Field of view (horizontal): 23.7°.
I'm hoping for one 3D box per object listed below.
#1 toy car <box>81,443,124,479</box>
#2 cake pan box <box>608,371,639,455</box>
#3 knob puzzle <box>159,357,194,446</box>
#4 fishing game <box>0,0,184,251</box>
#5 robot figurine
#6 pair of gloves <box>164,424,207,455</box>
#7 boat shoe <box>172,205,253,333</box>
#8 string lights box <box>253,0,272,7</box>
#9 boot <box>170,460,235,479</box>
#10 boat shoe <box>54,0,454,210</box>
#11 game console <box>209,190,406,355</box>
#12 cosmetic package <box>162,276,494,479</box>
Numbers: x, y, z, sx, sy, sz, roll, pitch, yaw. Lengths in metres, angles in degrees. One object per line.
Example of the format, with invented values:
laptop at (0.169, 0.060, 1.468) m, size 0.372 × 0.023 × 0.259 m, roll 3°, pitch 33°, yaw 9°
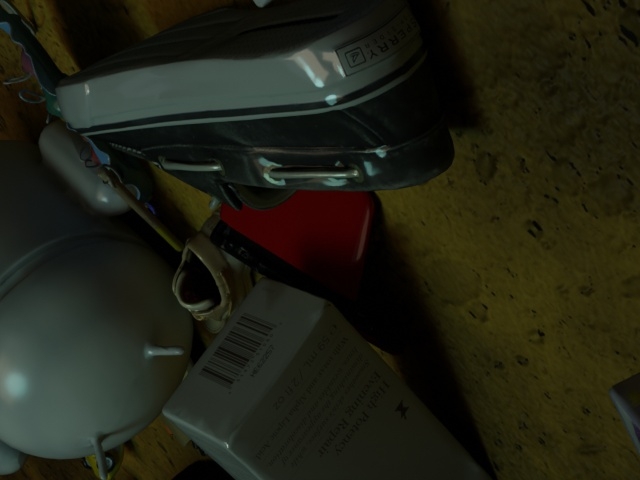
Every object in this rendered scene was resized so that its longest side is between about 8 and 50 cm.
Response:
toy car at (-0.201, 0.305, 1.767) m, size 0.225 × 0.053 × 0.239 m, roll 31°, pitch 148°, yaw 40°
cake pan box at (0.245, 0.199, 0.698) m, size 0.267 × 0.070 × 0.246 m, roll 61°, pitch -176°, yaw -17°
knob puzzle at (-0.156, 0.099, 1.438) m, size 0.213 × 0.030 × 0.213 m, roll 41°, pitch 153°, yaw 26°
fishing game at (-0.193, -0.098, 1.138) m, size 0.264 × 0.041 × 0.189 m, roll 53°, pitch 180°, yaw 25°
robot figurine at (-0.243, 0.049, 1.294) m, size 0.353 × 0.200 × 0.300 m, roll 40°, pitch 116°, yaw 39°
pair of gloves at (-0.142, 0.181, 1.545) m, size 0.083 × 0.010 × 0.074 m, roll 24°, pitch 142°, yaw 42°
boat shoe at (-0.088, 0.031, 1.189) m, size 0.063 × 0.059 × 0.170 m, roll 45°, pitch 154°, yaw 17°
string lights box at (0.004, -0.214, 0.678) m, size 0.133 × 0.077 × 0.260 m, roll 55°, pitch 156°, yaw -5°
boot at (-0.077, 0.363, 1.526) m, size 0.260 × 0.131 × 0.348 m, roll 56°, pitch 155°, yaw -7°
boat shoe at (-0.053, -0.070, 0.916) m, size 0.335 × 0.121 × 0.119 m, roll 6°, pitch 124°, yaw 56°
game console at (0.000, 0.000, 1.049) m, size 0.144 × 0.085 × 0.124 m, roll 31°, pitch 179°, yaw 40°
cosmetic package at (0.012, 0.141, 1.020) m, size 0.085 × 0.117 × 0.231 m, roll 19°, pitch 158°, yaw 51°
